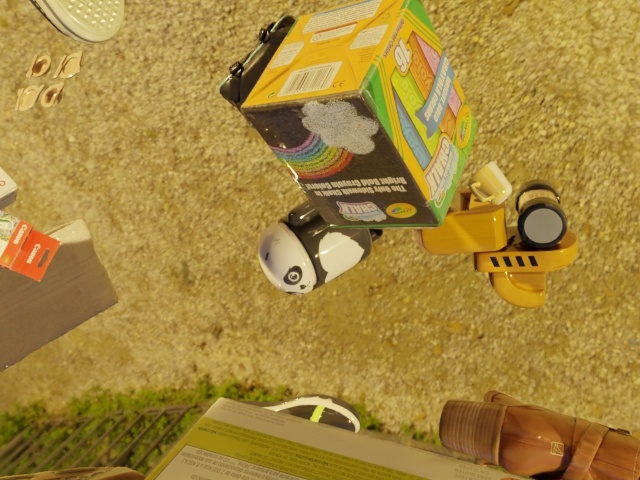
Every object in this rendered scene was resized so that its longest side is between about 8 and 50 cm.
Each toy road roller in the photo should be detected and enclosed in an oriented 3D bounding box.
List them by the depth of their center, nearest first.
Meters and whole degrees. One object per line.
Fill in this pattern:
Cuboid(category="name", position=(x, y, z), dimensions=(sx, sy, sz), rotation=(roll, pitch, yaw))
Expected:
Cuboid(category="toy road roller", position=(0.371, 0.014, 1.325), dimensions=(0.329, 0.202, 0.241), rotation=(-2, 109, 16))

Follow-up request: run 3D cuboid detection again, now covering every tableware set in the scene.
Cuboid(category="tableware set", position=(-0.570, -0.334, 1.300), dimensions=(0.168, 0.141, 0.020), rotation=(4, 159, 27))

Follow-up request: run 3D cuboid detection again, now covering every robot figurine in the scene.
Cuboid(category="robot figurine", position=(0.001, 0.003, 1.341), dimensions=(0.209, 0.278, 0.173), rotation=(64, 163, -10))

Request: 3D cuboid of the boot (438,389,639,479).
Cuboid(category="boot", position=(0.297, 0.251, 0.775), dimensions=(0.220, 0.109, 0.283), rotation=(4, 161, 33))

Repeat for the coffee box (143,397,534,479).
Cuboid(category="coffee box", position=(-0.018, 0.395, 0.527), dimensions=(0.337, 0.334, 0.338), rotation=(10, 111, 17))

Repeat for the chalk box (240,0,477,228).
Cuboid(category="chalk box", position=(0.074, -0.131, 0.789), dimensions=(0.180, 0.179, 0.289), rotation=(2, 145, 37))

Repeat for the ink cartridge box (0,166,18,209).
Cuboid(category="ink cartridge box", position=(-0.798, -0.140, 1.358), dimensions=(0.212, 0.154, 0.093), rotation=(47, 146, -2))

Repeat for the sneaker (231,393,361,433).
Cuboid(category="sneaker", position=(-0.058, 0.281, 0.867), dimensions=(0.234, 0.097, 0.084), rotation=(-8, 128, 14))

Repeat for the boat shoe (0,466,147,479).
Cuboid(category="boat shoe", position=(-0.345, 0.326, 0.723), dimensions=(0.089, 0.285, 0.105), rotation=(-3, 85, 53))

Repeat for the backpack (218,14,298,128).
Cuboid(category="backpack", position=(-0.039, -0.246, 0.954), dimensions=(0.144, 0.188, 0.166), rotation=(43, 113, -2))

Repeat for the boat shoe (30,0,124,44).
Cuboid(category="boat shoe", position=(-0.481, -0.498, 0.967), dimensions=(0.156, 0.186, 0.500), rotation=(-38, 87, 37))

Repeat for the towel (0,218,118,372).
Cuboid(category="towel", position=(-0.520, 0.101, 1.126), dimensions=(0.049, 0.282, 0.187), rotation=(5, 119, 47))

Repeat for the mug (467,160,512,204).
Cuboid(category="mug", position=(0.304, -0.094, 1.121), dimensions=(0.064, 0.078, 0.062), rotation=(50, 172, 15))

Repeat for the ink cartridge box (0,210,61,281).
Cuboid(category="ink cartridge box", position=(-0.396, 0.001, 0.784), dimensions=(0.115, 0.063, 0.029), rotation=(27, 161, -18))
